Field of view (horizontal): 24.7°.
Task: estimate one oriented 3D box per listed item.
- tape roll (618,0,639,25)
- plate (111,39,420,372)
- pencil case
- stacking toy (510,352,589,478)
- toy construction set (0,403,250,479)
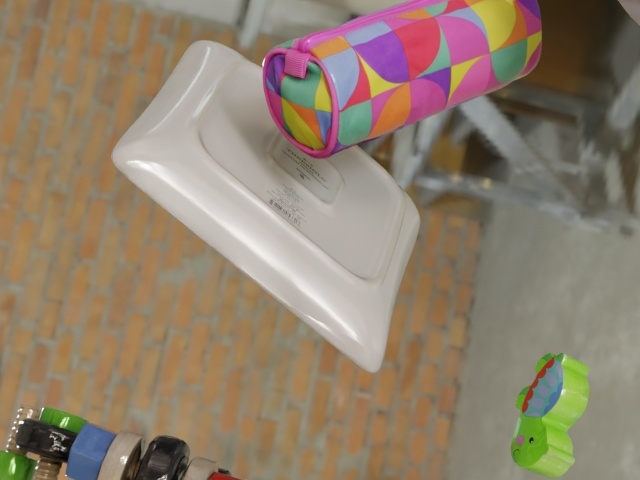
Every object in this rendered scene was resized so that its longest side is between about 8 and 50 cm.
[{"bbox_3d":[0.328,-0.231,0.967,0.169,0.246,0.246,32,111,57],"label":"tape roll"},{"bbox_3d":[-0.024,-0.049,1.249,0.045,0.277,0.278,-45,11,28],"label":"plate"},{"bbox_3d":[0.069,-0.146,1.151,0.104,0.236,0.104,35,139,37],"label":"pencil case"},{"bbox_3d":[0.195,0.036,0.626,0.221,0.167,0.052,-58,33,4],"label":"stacking toy"},{"bbox_3d":[-0.089,0.269,0.993,0.257,0.309,0.237,161,128,-70],"label":"toy construction set"}]
